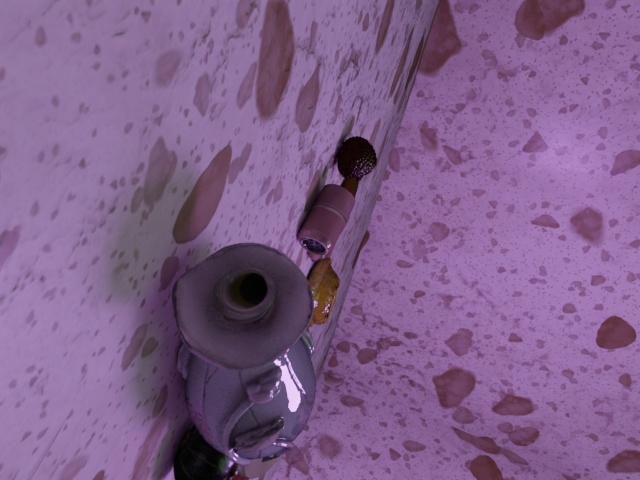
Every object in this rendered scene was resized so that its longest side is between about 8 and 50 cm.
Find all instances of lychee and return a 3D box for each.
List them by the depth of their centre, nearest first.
[{"bbox_3d":[0.107,-0.243,1.525,0.123,0.123,0.129,78,6,-73],"label":"lychee"}]

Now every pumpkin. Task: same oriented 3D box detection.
[{"bbox_3d":[-0.219,0.424,1.026,0.167,0.125,0.167,-47,-158,25],"label":"pumpkin"}]

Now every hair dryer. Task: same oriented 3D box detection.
[{"bbox_3d":[0.000,0.000,1.527,0.344,0.106,0.190,107,8,-61],"label":"hair dryer"}]

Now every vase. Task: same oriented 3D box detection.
[{"bbox_3d":[-0.114,0.200,0.832,0.446,0.249,0.250,97,16,-52],"label":"vase"}]

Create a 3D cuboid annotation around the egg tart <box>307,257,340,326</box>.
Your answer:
[{"bbox_3d":[0.001,0.204,1.898,0.290,0.115,0.291,21,90,-83],"label":"egg tart"}]

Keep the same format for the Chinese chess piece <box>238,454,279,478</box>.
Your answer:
[{"bbox_3d":[-0.170,0.537,1.451,0.250,0.101,0.251,-38,140,-40],"label":"Chinese chess piece"}]

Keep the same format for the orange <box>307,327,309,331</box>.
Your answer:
[{"bbox_3d":[-0.106,0.258,1.240,0.237,0.158,0.180,-58,149,-45],"label":"orange"}]

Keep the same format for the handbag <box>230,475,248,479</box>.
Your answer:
[{"bbox_3d":[-0.234,0.750,1.711,0.157,0.059,0.213,-46,166,-42],"label":"handbag"}]

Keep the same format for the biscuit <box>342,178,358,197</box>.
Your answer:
[{"bbox_3d":[0.084,-0.126,1.887,0.262,0.037,0.262,21,90,-81],"label":"biscuit"}]
